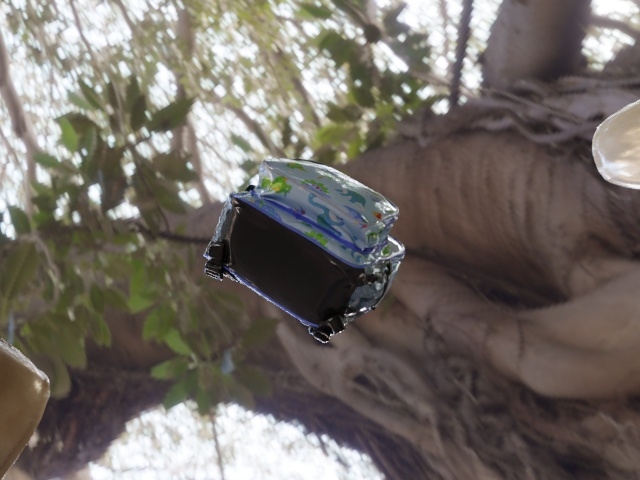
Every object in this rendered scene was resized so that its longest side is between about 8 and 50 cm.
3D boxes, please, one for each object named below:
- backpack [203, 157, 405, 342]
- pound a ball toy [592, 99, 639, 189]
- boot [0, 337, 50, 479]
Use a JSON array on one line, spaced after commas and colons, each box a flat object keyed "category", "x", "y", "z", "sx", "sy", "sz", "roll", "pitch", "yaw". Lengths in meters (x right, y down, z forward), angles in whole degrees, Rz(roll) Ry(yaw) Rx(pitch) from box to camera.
[{"category": "backpack", "x": 0.000, "y": 0.000, "z": 0.812, "sx": 0.084, "sy": 0.105, "sz": 0.114, "roll": -64, "pitch": -17, "yaw": 11}, {"category": "pound a ball toy", "x": 0.298, "y": -0.108, "z": 0.672, "sx": 0.208, "sy": 0.135, "sz": 0.319, "roll": 43, "pitch": -113, "yaw": -29}, {"category": "boot", "x": -0.308, "y": 0.098, "z": 0.716, "sx": 0.236, "sy": 0.089, "sz": 0.269, "roll": -53, "pitch": -54, "yaw": -13}]
